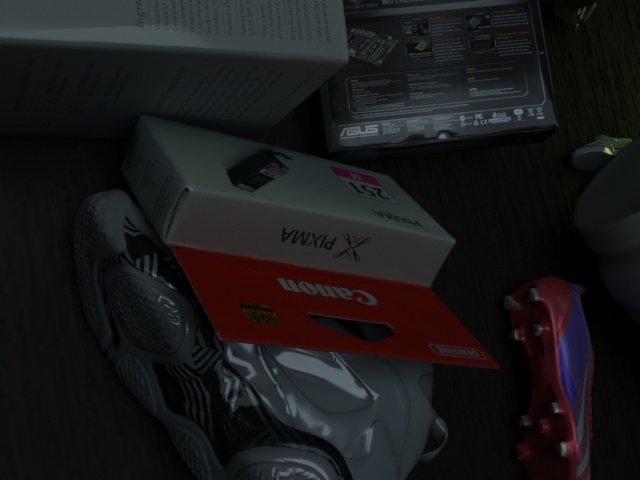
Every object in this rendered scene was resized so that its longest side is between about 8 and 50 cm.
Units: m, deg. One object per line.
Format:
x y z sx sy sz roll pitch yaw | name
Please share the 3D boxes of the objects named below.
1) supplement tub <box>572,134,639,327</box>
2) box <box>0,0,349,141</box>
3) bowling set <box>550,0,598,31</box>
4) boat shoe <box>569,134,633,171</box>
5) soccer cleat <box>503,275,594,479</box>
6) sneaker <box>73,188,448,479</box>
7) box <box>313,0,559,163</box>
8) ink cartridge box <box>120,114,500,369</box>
0.449 0.039 0.930 0.331 0.241 0.241 47 65 -9 | supplement tub
-0.183 -0.189 0.707 0.345 0.215 0.168 -2 80 -25 | box
0.203 -0.377 0.981 0.199 0.154 0.287 -7 83 -7 | bowling set
0.326 -0.104 1.023 0.100 0.035 0.035 -6 54 -21 | boat shoe
0.250 0.159 0.908 0.095 0.083 0.248 1 76 -29 | soccer cleat
-0.044 0.089 0.763 0.210 0.137 0.366 -31 81 -39 | sneaker
0.105 -0.179 0.882 0.231 0.056 0.183 -7 81 -4 | box
0.000 0.000 0.724 0.275 0.239 0.060 11 115 -35 | ink cartridge box
